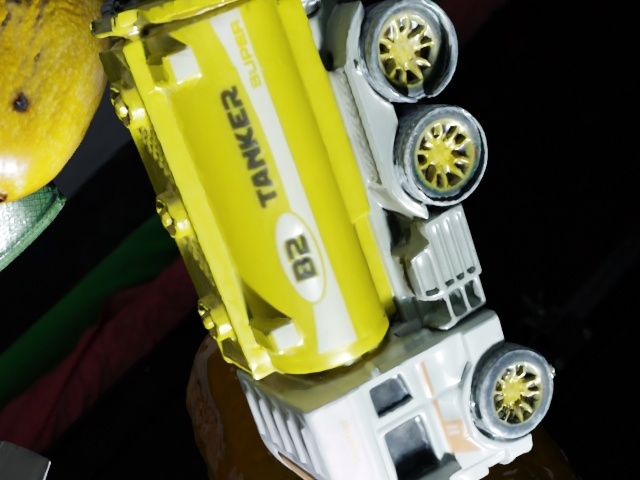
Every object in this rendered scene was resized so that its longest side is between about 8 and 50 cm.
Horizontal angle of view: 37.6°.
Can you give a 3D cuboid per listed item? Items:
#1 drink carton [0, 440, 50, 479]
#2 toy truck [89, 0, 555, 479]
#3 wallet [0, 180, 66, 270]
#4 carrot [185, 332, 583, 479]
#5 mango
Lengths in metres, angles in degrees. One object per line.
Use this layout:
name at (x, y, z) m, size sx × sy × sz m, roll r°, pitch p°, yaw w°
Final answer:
drink carton at (-0.423, 0.370, 1.139) m, size 0.222 × 0.102 × 0.134 m, roll -63°, pitch -166°, yaw 15°
toy truck at (0.000, 0.000, 0.372) m, size 0.114 × 0.227 × 0.098 m, roll -27°, pitch -161°, yaw -22°
wallet at (-0.386, -0.056, 0.953) m, size 0.160 × 0.236 × 0.055 m, roll -48°, pitch -132°, yaw -9°
carrot at (0.045, 0.167, 0.679) m, size 0.241 × 0.241 × 0.341 m, roll -32°, pitch -127°, yaw 4°
mango at (-0.236, -0.146, 0.697) m, size 0.157 × 0.109 × 0.262 m, roll 2°, pitch -115°, yaw -6°
